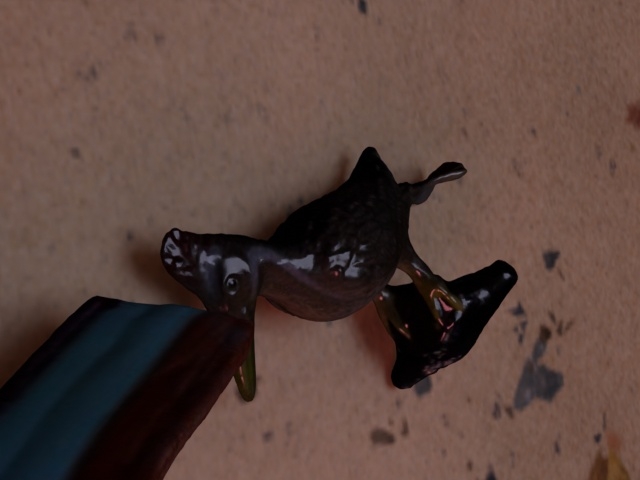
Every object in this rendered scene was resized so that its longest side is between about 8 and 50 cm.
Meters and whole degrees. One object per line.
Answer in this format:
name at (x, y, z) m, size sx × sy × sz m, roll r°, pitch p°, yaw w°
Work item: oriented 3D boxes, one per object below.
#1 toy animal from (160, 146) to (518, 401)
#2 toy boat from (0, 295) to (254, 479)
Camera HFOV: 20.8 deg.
toy animal at (0.006, 0.009, 0.732) m, size 0.202 × 0.070 × 0.105 m, roll -3°, pitch 71°, yaw -48°
toy boat at (-0.115, 0.134, 0.474) m, size 0.079 × 0.136 × 0.392 m, roll 36°, pitch 33°, yaw -2°
